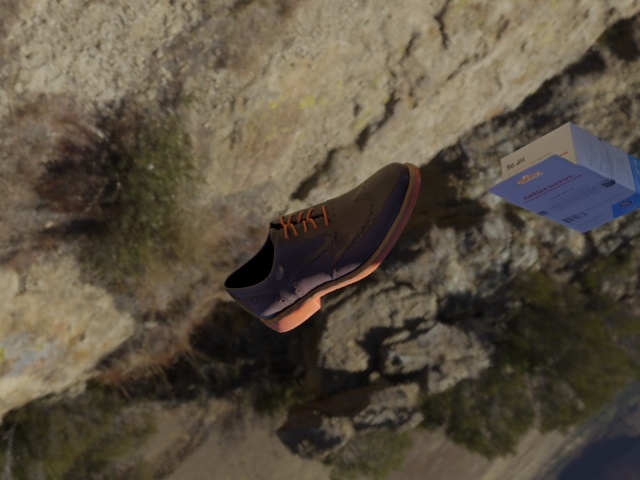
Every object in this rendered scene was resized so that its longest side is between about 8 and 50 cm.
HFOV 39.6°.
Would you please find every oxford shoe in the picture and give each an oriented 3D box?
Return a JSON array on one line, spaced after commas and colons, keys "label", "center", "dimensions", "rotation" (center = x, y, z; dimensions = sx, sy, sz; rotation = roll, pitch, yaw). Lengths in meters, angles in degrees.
[{"label": "oxford shoe", "center": [0.000, 0.000, 1.009], "dimensions": [0.098, 0.097, 0.271], "rotation": [33, 116, -29]}]

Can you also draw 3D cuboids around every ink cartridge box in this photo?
[{"label": "ink cartridge box", "center": [0.287, -0.076, 1.037], "dimensions": [0.180, 0.060, 0.104], "rotation": [19, 148, -35]}]
